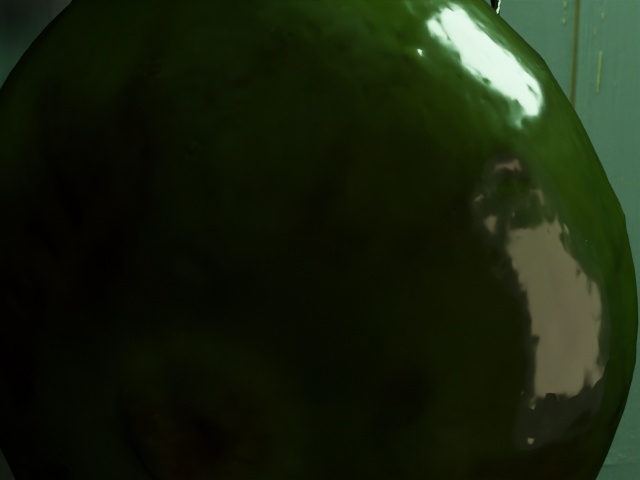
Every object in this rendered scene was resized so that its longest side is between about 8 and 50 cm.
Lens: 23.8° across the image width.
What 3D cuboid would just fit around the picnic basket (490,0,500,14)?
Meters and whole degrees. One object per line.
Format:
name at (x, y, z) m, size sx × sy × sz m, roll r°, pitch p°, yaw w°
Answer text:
picnic basket at (0.038, -0.156, 0.876) m, size 0.138 × 0.128 × 0.179 m, roll 81°, pitch 5°, yaw -46°

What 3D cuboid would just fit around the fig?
fig at (0.000, 0.000, 0.462) m, size 0.225 × 0.202 × 0.203 m, roll -53°, pitch 146°, yaw -63°
